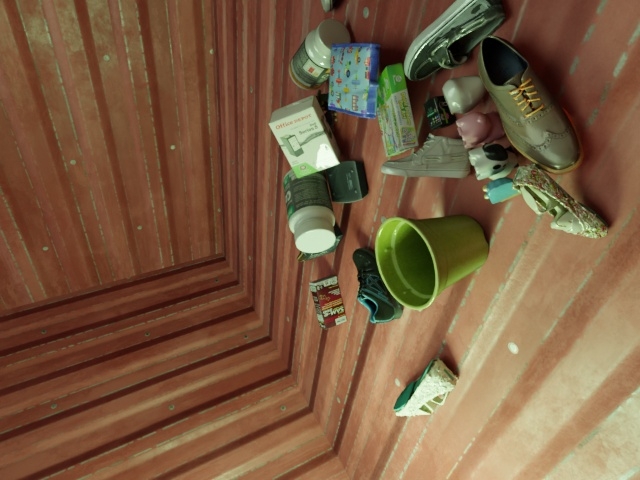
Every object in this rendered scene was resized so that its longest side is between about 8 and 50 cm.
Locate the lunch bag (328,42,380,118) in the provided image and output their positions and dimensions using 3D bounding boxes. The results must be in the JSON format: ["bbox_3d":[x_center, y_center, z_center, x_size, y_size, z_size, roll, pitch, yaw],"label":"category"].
[{"bbox_3d":[0.126,-0.531,1.474,0.293,0.138,0.220,-119,30,-64],"label":"lunch bag"}]

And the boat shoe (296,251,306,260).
[{"bbox_3d":[-0.074,0.077,2.398,0.073,0.073,0.207,32,158,-5],"label":"boat shoe"}]

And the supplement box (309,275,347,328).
[{"bbox_3d":[0.039,0.308,2.235,0.073,0.130,0.239,-2,103,63],"label":"supplement box"}]

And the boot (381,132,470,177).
[{"bbox_3d":[0.309,-0.253,1.305,0.095,0.259,0.123,-64,-25,-69],"label":"boot"}]

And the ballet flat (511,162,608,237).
[{"bbox_3d":[0.534,-0.075,1.016,0.241,0.077,0.091,44,169,10],"label":"ballet flat"}]

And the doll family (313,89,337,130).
[{"bbox_3d":[0.002,-0.526,1.858,0.076,0.111,0.192,12,115,61],"label":"doll family"}]

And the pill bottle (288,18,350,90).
[{"bbox_3d":[-0.005,-0.709,1.711,0.278,0.162,0.162,-20,86,64],"label":"pill bottle"}]

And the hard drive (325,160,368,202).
[{"bbox_3d":[0.111,-0.246,1.866,0.255,0.054,0.171,4,108,64],"label":"hard drive"}]

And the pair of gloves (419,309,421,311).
[{"bbox_3d":[0.327,0.134,1.634,0.204,0.042,0.240,38,144,26],"label":"pair of gloves"}]

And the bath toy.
[{"bbox_3d":[0.429,-0.275,1.145,0.151,0.129,0.348,15,-125,-68],"label":"bath toy"}]

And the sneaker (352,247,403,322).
[{"bbox_3d":[0.205,0.178,1.821,0.340,0.140,0.125,62,153,26],"label":"sneaker"}]

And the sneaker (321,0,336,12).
[{"bbox_3d":[0.051,-0.936,1.541,0.321,0.128,0.126,76,178,-75],"label":"sneaker"}]

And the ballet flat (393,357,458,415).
[{"bbox_3d":[0.398,0.596,1.699,0.147,0.147,0.408,58,151,29],"label":"ballet flat"}]

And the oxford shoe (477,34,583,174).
[{"bbox_3d":[0.458,-0.307,1.007,0.130,0.133,0.363,-36,69,24],"label":"oxford shoe"}]

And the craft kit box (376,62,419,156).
[{"bbox_3d":[0.235,-0.405,1.430,0.246,0.061,0.249,-147,43,-83],"label":"craft kit box"}]

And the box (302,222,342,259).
[{"bbox_3d":[0.000,0.000,2.107,0.093,0.156,0.158,61,151,24],"label":"box"}]

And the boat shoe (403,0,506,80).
[{"bbox_3d":[0.341,-0.517,1.181,0.335,0.121,0.119,-39,65,60],"label":"boat shoe"}]

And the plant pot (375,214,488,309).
[{"bbox_3d":[0.346,0.035,1.332,0.276,0.254,0.276,40,138,48],"label":"plant pot"}]

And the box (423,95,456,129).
[{"bbox_3d":[0.351,-0.376,1.308,0.052,0.062,0.083,-19,88,63],"label":"box"}]

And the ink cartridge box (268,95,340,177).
[{"bbox_3d":[-0.060,-0.419,1.817,0.114,0.199,0.272,-83,-29,-49],"label":"ink cartridge box"}]

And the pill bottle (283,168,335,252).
[{"bbox_3d":[-0.047,-0.140,1.963,0.204,0.204,0.361,110,155,-51],"label":"pill bottle"}]
